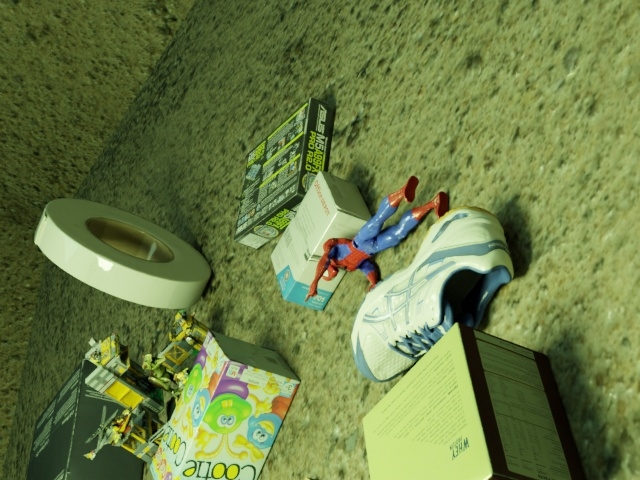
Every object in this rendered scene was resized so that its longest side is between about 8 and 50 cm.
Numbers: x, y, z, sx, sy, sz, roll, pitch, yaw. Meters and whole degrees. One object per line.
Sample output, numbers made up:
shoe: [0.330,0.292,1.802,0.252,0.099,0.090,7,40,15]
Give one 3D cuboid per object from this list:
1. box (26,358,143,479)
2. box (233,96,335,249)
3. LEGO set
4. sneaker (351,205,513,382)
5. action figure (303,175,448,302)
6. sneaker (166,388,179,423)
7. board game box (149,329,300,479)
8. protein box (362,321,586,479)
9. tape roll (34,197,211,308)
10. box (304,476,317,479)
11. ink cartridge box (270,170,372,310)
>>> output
box: [-0.550,0.505,2.420,0.343,0.179,0.312,-47,32,42]
box: [-0.073,-0.126,2.041,0.270,0.060,0.216,-34,42,53]
LEGO set: [-0.333,0.256,1.978,0.255,0.192,0.331,-39,30,20]
sneaker: [0.138,0.094,1.358,0.296,0.112,0.131,-58,27,28]
action figure: [0.072,0.026,1.572,0.280,0.091,0.139,-37,31,51]
sneaker: [-0.275,0.381,2.068,0.118,0.083,0.222,-46,23,51]
board game box: [-0.170,0.320,1.798,0.275,0.142,0.144,-67,24,7]
protein box: [0.165,0.242,1.156,0.200,0.136,0.201,-52,29,34]
tape roll: [-0.430,0.025,2.276,0.072,0.392,0.392,-65,24,14]
box: [-0.016,0.464,1.511,0.164,0.021,0.201,15,85,66]
ink cartridge box: [0.000,0.000,1.759,0.191,0.082,0.140,-58,27,23]
